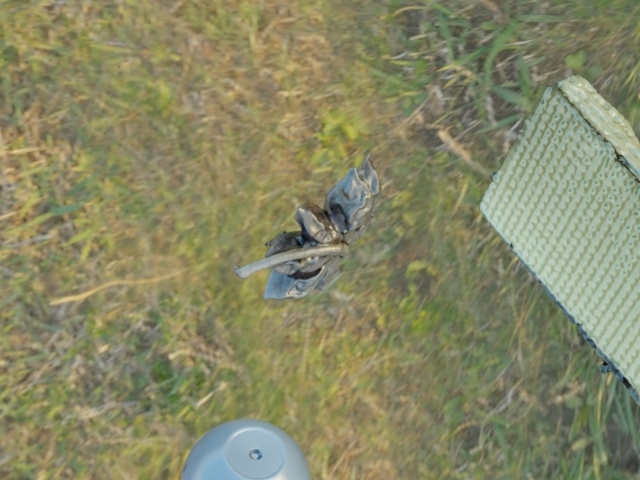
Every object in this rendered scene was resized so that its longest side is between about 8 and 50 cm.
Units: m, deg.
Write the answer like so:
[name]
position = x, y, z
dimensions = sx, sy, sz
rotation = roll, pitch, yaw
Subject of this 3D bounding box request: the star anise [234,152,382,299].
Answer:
[star anise]
position = -0.001, 0.000, 1.559
dimensions = 0.081, 0.262, 0.230
rotation = 43, 132, 11

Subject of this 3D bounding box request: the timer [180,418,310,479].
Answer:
[timer]
position = -0.111, 0.337, 1.528
dimensions = 0.175, 0.175, 0.255
rotation = 30, 114, 9

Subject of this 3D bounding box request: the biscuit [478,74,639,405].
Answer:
[biscuit]
position = 0.180, 0.010, 0.727
dimensions = 0.199, 0.040, 0.121
rotation = 54, 141, 26
